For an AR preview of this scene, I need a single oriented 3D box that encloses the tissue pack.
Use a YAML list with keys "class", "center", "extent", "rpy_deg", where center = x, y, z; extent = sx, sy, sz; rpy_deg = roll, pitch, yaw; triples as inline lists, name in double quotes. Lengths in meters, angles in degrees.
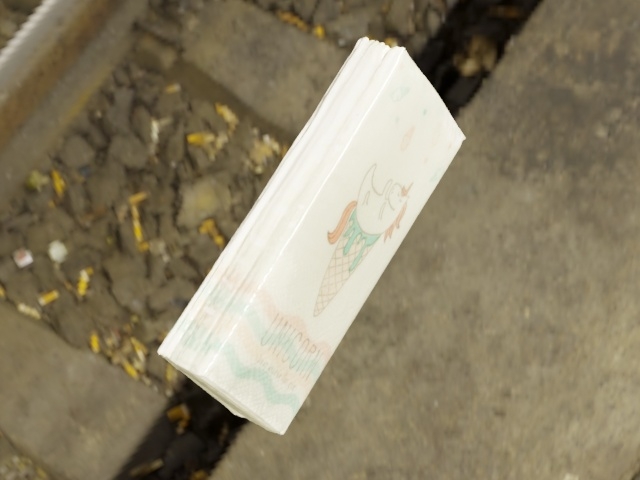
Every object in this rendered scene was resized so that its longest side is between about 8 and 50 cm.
- class: "tissue pack"
  center: [0.000, 0.000, 0.444]
  extent: [0.023, 0.056, 0.108]
  rpy_deg: [25, 79, 32]
